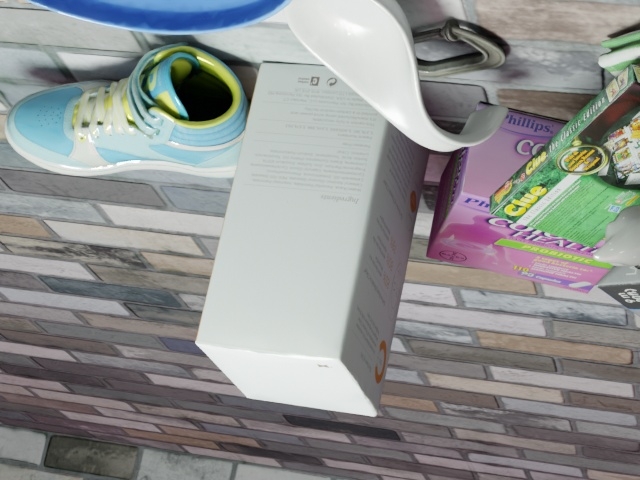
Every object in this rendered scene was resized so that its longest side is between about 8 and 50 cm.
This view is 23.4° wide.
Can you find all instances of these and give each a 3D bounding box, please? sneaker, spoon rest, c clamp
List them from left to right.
[{"bbox_3d":[-0.226,-0.161,1.797,0.319,0.127,0.208,1,162,3],"label":"sneaker"},{"bbox_3d":[0.076,-0.176,1.576,0.276,0.084,0.137,36,152,-28],"label":"spoon rest"},{"bbox_3d":[0.108,-0.202,1.628,0.161,0.022,0.137,-3,155,38],"label":"c clamp"}]

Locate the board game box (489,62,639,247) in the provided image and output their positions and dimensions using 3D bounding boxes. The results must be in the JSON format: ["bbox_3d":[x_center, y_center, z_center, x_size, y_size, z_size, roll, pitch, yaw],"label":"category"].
[{"bbox_3d":[0.299,-0.081,1.591,0.136,0.030,0.259,16,145,-22],"label":"board game box"}]

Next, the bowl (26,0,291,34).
[{"bbox_3d":[-0.199,-0.316,1.413,0.391,0.077,0.391,10,160,4],"label":"bowl"}]

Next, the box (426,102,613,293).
[{"bbox_3d":[0.257,-0.044,1.840,0.214,0.117,0.243,13,160,-2],"label":"box"}]

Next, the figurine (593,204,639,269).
[{"bbox_3d":[0.402,-0.022,1.621,0.209,0.092,0.215,-30,162,26],"label":"figurine"}]

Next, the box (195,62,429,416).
[{"bbox_3d":[0.000,0.000,1.771,0.168,0.345,0.215,6,159,16],"label":"box"}]

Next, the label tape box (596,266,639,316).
[{"bbox_3d":[0.473,0.054,2.006,0.334,0.106,0.241,-6,153,42],"label":"label tape box"}]

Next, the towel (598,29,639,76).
[{"bbox_3d":[0.462,-0.144,1.489,0.325,0.038,0.248,18,172,-18],"label":"towel"}]
